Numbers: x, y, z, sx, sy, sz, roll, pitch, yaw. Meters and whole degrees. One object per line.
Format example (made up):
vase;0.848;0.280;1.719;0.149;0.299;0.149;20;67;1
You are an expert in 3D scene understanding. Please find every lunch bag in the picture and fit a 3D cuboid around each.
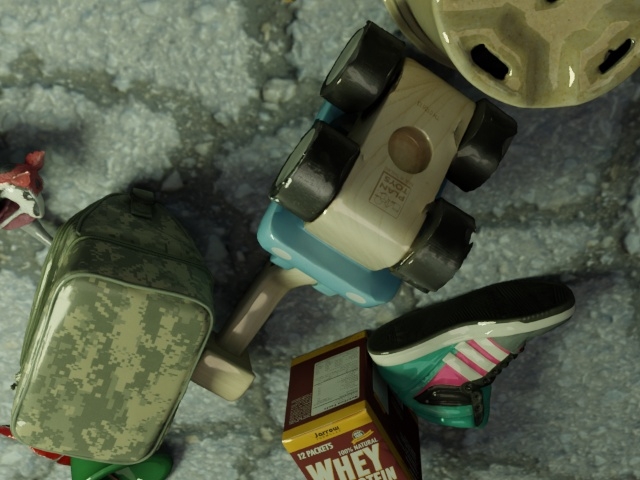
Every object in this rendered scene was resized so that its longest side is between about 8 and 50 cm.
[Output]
lunch bag;-0.281;0.111;1.232;0.213;0.256;0.305;16;116;-17

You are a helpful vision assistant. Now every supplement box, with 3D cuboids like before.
supplement box;0.051;0.276;1.334;0.129;0.194;0.191;-24;114;14

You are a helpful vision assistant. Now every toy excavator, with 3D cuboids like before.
toy excavator;0.000;0.000;1.193;0.222;0.445;0.432;31;70;-12

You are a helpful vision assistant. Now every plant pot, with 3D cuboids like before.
plant pot;0.223;-0.288;0.973;0.334;0.305;0.333;1;118;2

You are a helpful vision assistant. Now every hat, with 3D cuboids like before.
hat;-0.364;0.320;1.473;0.209;0.183;0.173;3;136;-47

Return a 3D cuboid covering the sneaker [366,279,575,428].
sneaker;0.233;0.177;1.314;0.296;0.123;0.178;-17;116;11

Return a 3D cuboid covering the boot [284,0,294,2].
boot;0.011;-0.423;1.006;0.211;0.104;0.295;-6;115;20

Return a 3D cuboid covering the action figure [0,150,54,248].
action figure;-0.505;-0.030;1.237;0.370;0.248;0.275;-35;84;19
